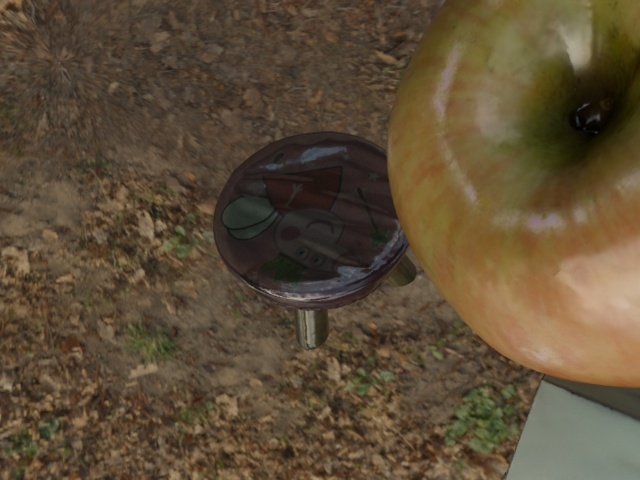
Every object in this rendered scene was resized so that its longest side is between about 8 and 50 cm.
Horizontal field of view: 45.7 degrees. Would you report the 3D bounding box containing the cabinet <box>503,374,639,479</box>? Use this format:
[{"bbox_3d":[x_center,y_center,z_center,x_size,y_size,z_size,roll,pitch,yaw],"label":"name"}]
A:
[{"bbox_3d":[0.328,0.234,0.823,0.145,0.206,0.150,-15,123,-62],"label":"cabinet"}]

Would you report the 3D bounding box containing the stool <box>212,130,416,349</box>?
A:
[{"bbox_3d":[0.000,0.000,1.061,0.272,0.272,0.178,-30,149,-10],"label":"stool"}]

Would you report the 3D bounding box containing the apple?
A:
[{"bbox_3d":[0.250,-0.067,0.607,0.347,0.392,0.391,22,95,-49],"label":"apple"}]
